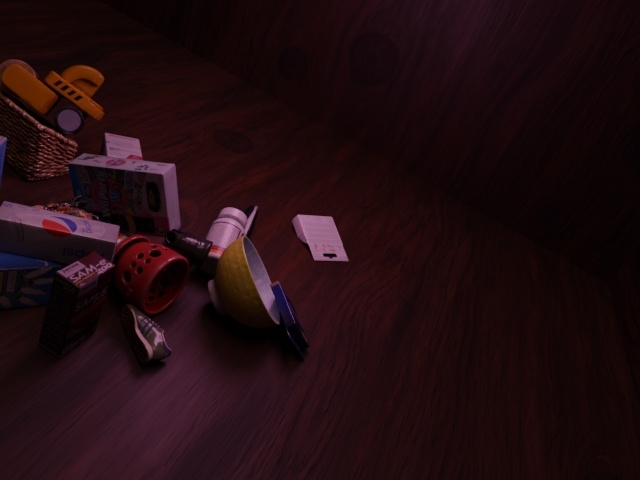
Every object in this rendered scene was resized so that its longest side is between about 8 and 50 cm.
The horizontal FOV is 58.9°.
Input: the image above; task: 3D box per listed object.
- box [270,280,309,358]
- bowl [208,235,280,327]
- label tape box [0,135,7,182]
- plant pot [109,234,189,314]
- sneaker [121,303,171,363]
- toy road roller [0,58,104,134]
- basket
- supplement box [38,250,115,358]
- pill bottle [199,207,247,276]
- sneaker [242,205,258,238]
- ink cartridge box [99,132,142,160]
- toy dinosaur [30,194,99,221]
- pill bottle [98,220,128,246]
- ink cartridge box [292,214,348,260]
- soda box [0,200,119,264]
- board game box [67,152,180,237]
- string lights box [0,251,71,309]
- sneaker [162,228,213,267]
[{"bbox_3d":[-0.090,0.246,1.756,0.036,0.136,0.225,-26,44,0],"label":"box"},{"bbox_3d":[-0.246,0.147,1.718,0.156,0.289,0.289,-22,39,3],"label":"bowl"},{"bbox_3d":[-0.964,-0.115,1.491,0.115,0.249,0.348,20,30,-13],"label":"label tape box"},{"bbox_3d":[-0.496,0.089,1.612,0.174,0.191,0.191,31,29,19],"label":"plant pot"},{"bbox_3d":[-0.462,0.248,1.518,0.086,0.064,0.192,5,37,-45],"label":"sneaker"},{"bbox_3d":[-0.888,-0.525,1.929,0.329,0.241,0.202,38,-5,-24],"label":"toy road roller"},{"bbox_3d":[-0.974,-0.379,1.931,0.299,0.223,0.213,35,30,17],"label":"basket"},{"bbox_3d":[-0.590,0.156,1.372,0.073,0.239,0.130,31,30,7],"label":"supplement box"},{"bbox_3d":[-0.321,0.003,1.886,0.121,0.121,0.221,22,50,-9],"label":"pill bottle"},{"bbox_3d":[-0.312,-0.064,2.088,0.124,0.107,0.283,19,30,-3],"label":"sneaker"},{"bbox_3d":[-0.733,-0.290,2.076,0.128,0.127,0.176,8,35,-28],"label":"ink cartridge box"},{"bbox_3d":[-0.762,-0.056,1.590,0.321,0.164,0.218,18,5,14],"label":"toy dinosaur"},{"bbox_3d":[-0.669,-0.009,1.727,0.152,0.086,0.086,28,29,4],"label":"pill bottle"},{"bbox_3d":[0.000,0.000,2.309,0.181,0.056,0.225,3,56,-36],"label":"ink cartridge box"},{"bbox_3d":[-0.670,-0.009,1.445,0.286,0.098,0.091,14,27,-19],"label":"soda box"},{"bbox_3d":[-0.601,-0.137,1.758,0.303,0.224,0.097,7,30,8],"label":"board game box"},{"bbox_3d":[-0.751,0.098,1.444,0.259,0.133,0.077,-3,38,-41],"label":"string lights box"},{"bbox_3d":[-0.421,0.014,1.741,0.130,0.109,0.286,29,-17,-19],"label":"sneaker"}]
